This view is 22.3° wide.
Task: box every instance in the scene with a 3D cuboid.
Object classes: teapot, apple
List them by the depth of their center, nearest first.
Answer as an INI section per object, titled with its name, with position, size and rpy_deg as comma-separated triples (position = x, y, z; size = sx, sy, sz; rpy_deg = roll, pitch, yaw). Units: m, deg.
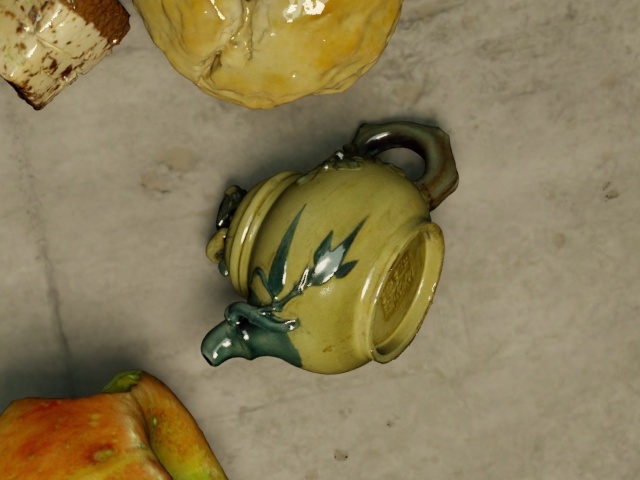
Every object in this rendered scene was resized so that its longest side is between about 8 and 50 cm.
[apple]
position = -0.184, 0.228, 1.235
size = 0.226, 0.246, 0.246
rpy_deg = -36, 95, 11
[teapot]
position = 0.000, 0.000, 1.297
size = 0.182, 0.173, 0.269
rpy_deg = 22, 63, 24

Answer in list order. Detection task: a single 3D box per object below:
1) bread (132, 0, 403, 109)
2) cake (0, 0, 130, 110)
[bread]
position = -0.037, -0.224, 1.285
size = 0.244, 0.134, 0.244
rpy_deg = 0, 90, -3
[cake]
position = -0.266, -0.224, 1.263
size = 0.112, 0.135, 0.246
rpy_deg = -43, 95, -1
